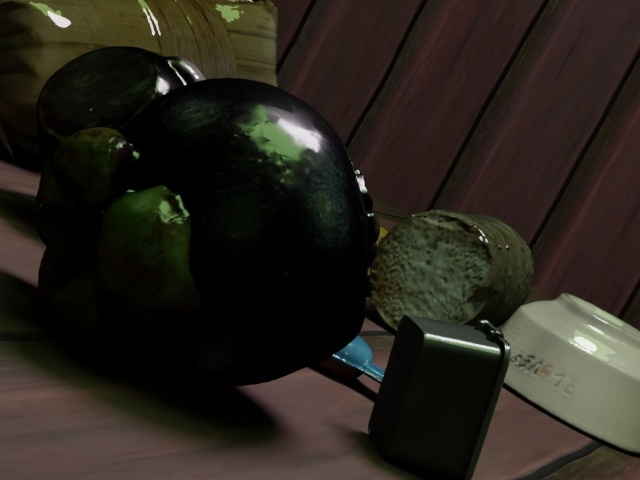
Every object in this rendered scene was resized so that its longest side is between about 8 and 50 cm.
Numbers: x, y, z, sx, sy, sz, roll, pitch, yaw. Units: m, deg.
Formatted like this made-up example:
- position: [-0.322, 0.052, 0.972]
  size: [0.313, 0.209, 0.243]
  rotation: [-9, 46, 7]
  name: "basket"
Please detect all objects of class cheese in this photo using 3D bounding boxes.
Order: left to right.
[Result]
- position: [0.027, 0.104, 1.346]
  size: [0.256, 0.037, 0.106]
  rotation: [32, 8, 18]
  name: "cheese"

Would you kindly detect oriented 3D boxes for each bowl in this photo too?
- position: [0.314, 0.146, 1.849]
  size: [0.238, 0.126, 0.238]
  rotation: [28, 8, -4]
  name: "bowl"

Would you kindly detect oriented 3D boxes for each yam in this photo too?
- position: [0.157, 0.041, 1.833]
  size: [0.161, 0.161, 0.268]
  rotation: [30, 9, 14]
  name: "yam"

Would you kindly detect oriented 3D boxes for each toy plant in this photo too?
- position: [-0.150, -0.057, 1.364]
  size: [0.218, 0.175, 0.235]
  rotation: [43, -13, 43]
  name: "toy plant"

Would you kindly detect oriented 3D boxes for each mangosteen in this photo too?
- position: [-0.078, -0.004, 1.044]
  size: [0.243, 0.243, 0.243]
  rotation: [28, 6, -3]
  name: "mangosteen"

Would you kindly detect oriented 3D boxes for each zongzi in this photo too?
- position: [-0.357, -0.174, 1.717]
  size: [0.467, 0.218, 0.500]
  rotation: [-7, 0, 38]
  name: "zongzi"

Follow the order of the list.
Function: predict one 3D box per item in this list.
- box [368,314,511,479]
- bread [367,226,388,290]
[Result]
- position: [0.086, 0.115, 1.158]
  size: [0.069, 0.122, 0.084]
  rotation: [15, 8, -13]
  name: "box"
- position: [0.000, 0.001, 1.823]
  size: [0.084, 0.077, 0.367]
  rotation: [-11, -16, 28]
  name: "bread"
